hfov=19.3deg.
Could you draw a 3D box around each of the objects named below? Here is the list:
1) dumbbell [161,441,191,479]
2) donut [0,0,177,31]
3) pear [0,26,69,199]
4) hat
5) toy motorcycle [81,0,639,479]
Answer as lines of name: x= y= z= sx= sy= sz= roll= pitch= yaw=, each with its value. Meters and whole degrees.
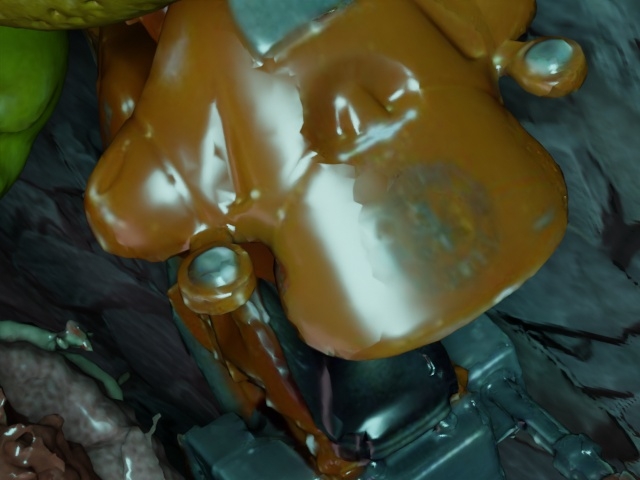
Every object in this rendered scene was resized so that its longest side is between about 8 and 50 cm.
dumbbell: x=-0.180 y=0.086 z=0.920 sx=0.179 sy=0.179 sz=0.406 roll=2 pitch=137 yaw=50
donut: x=-0.070 y=-0.157 z=0.430 sx=0.226 sy=0.114 sz=0.226 roll=22 pitch=136 yaw=24
pear: x=-0.206 y=-0.098 z=0.626 sx=0.269 sy=0.212 sz=0.212 roll=35 pitch=154 yaw=22
hat: x=-0.106 y=0.082 z=0.665 sx=0.237 sy=0.107 sz=0.286 roll=35 pitch=168 yaw=5
toy motorcycle: x=0.000 y=0.000 z=0.618 sx=0.221 sy=0.148 sz=0.325 roll=45 pitch=162 yaw=42
